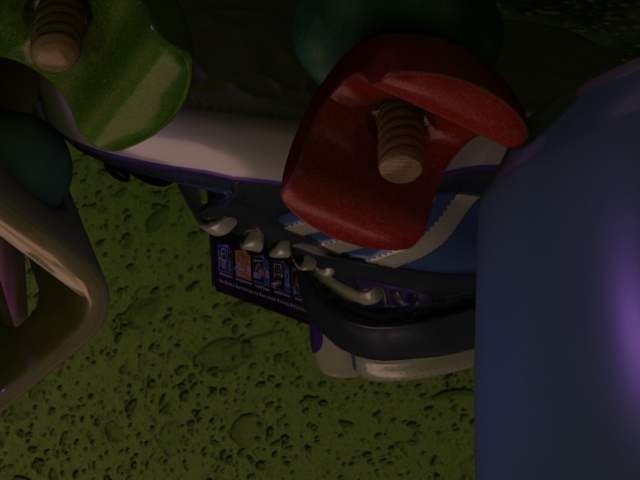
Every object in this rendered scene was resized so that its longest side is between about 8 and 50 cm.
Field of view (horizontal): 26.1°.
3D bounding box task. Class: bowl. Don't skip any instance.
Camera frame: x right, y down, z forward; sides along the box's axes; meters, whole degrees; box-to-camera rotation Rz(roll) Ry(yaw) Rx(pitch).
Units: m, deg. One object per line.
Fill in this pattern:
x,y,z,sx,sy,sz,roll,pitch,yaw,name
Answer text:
0.188,0.002,0.555,0.312,0.163,0.311,-17,173,-2,bowl

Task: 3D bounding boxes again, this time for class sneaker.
0.000,0.000,0.731,0.323,0.236,0.130,-1,-138,-24,sneaker

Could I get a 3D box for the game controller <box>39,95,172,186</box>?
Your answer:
-0.145,-0.124,0.827,0.166,0.067,0.319,26,162,-1,game controller

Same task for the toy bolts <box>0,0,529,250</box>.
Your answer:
-0.010,-0.128,0.533,0.228,0.158,0.218,26,134,-27,toy bolts

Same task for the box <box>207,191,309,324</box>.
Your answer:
0.005,-0.051,0.964,0.060,0.216,0.270,-10,-166,-31,box

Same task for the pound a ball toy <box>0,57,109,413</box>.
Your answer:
-0.184,-0.045,0.746,0.208,0.136,0.319,42,-169,-39,pound a ball toy
